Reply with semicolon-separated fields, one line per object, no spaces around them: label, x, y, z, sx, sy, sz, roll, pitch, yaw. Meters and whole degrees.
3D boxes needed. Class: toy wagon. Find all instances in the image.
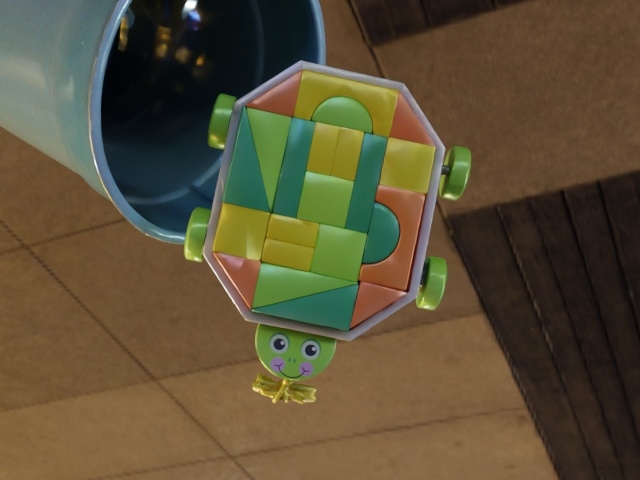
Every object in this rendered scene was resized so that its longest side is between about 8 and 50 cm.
toy wagon;0.000;0.000;0.876;0.267;0.344;0.068;12;177;-3

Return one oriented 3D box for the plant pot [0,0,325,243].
plant pot;-0.229;-0.207;0.992;0.334;0.341;0.341;21;148;33
